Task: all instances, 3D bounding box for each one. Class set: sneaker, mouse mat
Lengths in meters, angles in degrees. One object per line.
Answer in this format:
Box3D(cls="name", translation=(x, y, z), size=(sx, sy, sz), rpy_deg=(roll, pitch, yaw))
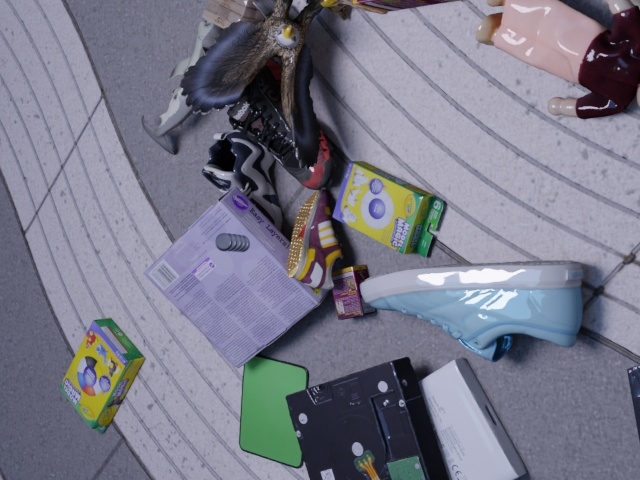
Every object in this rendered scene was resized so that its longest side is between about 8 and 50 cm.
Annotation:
Box3D(cls="sneaker", translation=(0.000, 0.000, 1.797), size=(0.069, 0.084, 0.185), rpy_deg=(-40, 29, 51))
Box3D(cls="sneaker", translation=(0.217, 0.110, 1.615), size=(0.366, 0.135, 0.150), rpy_deg=(-4, 88, 38))
Box3D(cls="sneaker", translation=(-0.082, -0.195, 1.813), size=(0.097, 0.135, 0.276), rpy_deg=(-46, 68, 37))
Box3D(cls="mouse mat", translation=(-0.087, 0.306, 1.943), size=(0.153, 0.007, 0.189), rpy_deg=(10, 99, 36))
Box3D(cls="sneaker", translation=(-0.146, -0.086, 1.863), size=(0.094, 0.153, 0.235), rpy_deg=(9, 100, 37))

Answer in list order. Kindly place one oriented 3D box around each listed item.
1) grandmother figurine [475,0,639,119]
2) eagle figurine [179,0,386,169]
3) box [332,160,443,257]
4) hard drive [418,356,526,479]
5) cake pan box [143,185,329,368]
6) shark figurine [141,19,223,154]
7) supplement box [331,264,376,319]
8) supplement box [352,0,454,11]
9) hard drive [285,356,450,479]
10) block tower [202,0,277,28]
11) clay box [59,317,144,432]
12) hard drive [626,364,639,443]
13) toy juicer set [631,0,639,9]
Box3D(cls="grandmother figurine", translation=(0.383, -0.257, 1.486), size=(0.342, 0.104, 0.207), rpy_deg=(37, 142, 26))
Box3D(cls="eagle figurine", translation=(-0.069, -0.290, 1.716), size=(0.226, 0.225, 0.298), rpy_deg=(23, 88, 27))
Box3D(cls="box", translation=(0.110, -0.049, 1.741), size=(0.179, 0.043, 0.105), rpy_deg=(27, 110, 31))
Box3D(cls="hard drive", translation=(0.160, 0.349, 1.736), size=(0.307, 0.040, 0.203), rpy_deg=(-38, 71, 33))
Box3D(cls="cake pan box", translation=(-0.150, 0.072, 1.864), size=(0.246, 0.070, 0.267), rpy_deg=(46, 128, -3))
Box3D(cls="shark figurine", translation=(-0.219, -0.260, 1.945), size=(0.278, 0.116, 0.166), rpy_deg=(-59, 27, 16))
Box3D(cls="supplement box", translation=(0.053, 0.087, 1.794), size=(0.055, 0.043, 0.083), rpy_deg=(-15, 84, 37))
Box3D(cls="supplement box", translation=(0.152, -0.406, 1.639), size=(0.188, 0.104, 0.080), rpy_deg=(0, 93, 37))
Box3D(cls="hard drive", translation=(0.091, 0.379, 1.726), size=(0.237, 0.064, 0.339), rpy_deg=(-24, 78, 36))
Box3D(cls="block tower", translation=(-0.094, -0.519, 1.826), size=(0.091, 0.097, 0.335), rpy_deg=(32, 110, 31))
Box3D(cls="clay box", translation=(-0.454, 0.282, 2.193), size=(0.127, 0.053, 0.222), rpy_deg=(44, 117, 27))
Box3D(cls="hard drive", translation=(0.547, 0.232, 1.422), size=(0.255, 0.054, 0.172), rpy_deg=(-12, 87, 37))
Box3D(cls="toy juicer set", translation=(0.443, -0.448, 1.423), size=(0.209, 0.089, 0.329), rpy_deg=(35, 114, 30))
